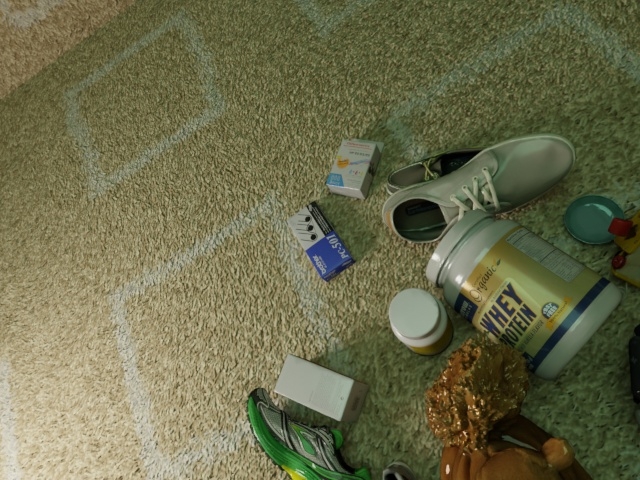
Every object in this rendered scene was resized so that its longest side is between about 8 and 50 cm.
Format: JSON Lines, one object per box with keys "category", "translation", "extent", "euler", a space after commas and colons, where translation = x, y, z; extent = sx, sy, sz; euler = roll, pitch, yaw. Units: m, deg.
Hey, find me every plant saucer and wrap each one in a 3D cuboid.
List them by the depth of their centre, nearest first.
{"category": "plant saucer", "translation": [0.612, -0.045, 1.060], "extent": [0.119, 0.021, 0.119], "euler": [-7, 67, 18]}

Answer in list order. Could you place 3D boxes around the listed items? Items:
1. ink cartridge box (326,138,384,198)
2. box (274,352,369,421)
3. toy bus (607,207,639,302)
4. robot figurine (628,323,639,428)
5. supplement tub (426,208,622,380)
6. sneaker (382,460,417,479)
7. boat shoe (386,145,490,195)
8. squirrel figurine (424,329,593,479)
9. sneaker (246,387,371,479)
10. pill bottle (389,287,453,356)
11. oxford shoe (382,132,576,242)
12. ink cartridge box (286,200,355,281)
{"category": "ink cartridge box", "translation": [0.098, -0.214, 1.304], "extent": [0.104, 0.061, 0.181], "euler": [13, 74, 25]}
{"category": "box", "translation": [0.005, 0.336, 1.077], "extent": [0.170, 0.130, 0.091], "euler": [16, 76, 25]}
{"category": "toy bus", "translation": [0.663, 0.010, 0.969], "extent": [0.202, 0.191, 0.104], "euler": [-14, 21, 14]}
{"category": "robot figurine", "translation": [0.658, 0.241, 0.837], "extent": [0.209, 0.173, 0.278], "euler": [4, 70, 26]}
{"category": "supplement tub", "translation": [0.399, 0.099, 0.965], "extent": [0.228, 0.228, 0.316], "euler": [-48, 60, -3]}
{"category": "sneaker", "translation": [0.182, 0.550, 0.920], "extent": [0.086, 0.132, 0.229], "euler": [-36, 61, 4]}
{"category": "boat shoe", "translation": [0.309, -0.174, 1.189], "extent": [0.305, 0.091, 0.109], "euler": [-6, 67, 19]}
{"category": "squirrel figurine", "translation": [0.298, 0.373, 0.810], "extent": [0.281, 0.370, 0.397], "euler": [-28, 62, 9]}
{"category": "sneaker", "translation": [-0.032, 0.454, 1.060], "extent": [0.343, 0.134, 0.146], "euler": [39, 80, 20]}
{"category": "pill bottle", "translation": [0.217, 0.177, 1.015], "extent": [0.119, 0.208, 0.119], "euler": [-7, 67, 18]}
{"category": "oxford shoe", "translation": [0.350, -0.104, 1.082], "extent": [0.449, 0.169, 0.130], "euler": [-20, 19, 22]}
{"category": "ink cartridge box", "translation": [0.000, 0.000, 1.265], "extent": [0.097, 0.046, 0.207], "euler": [-36, 61, 5]}
